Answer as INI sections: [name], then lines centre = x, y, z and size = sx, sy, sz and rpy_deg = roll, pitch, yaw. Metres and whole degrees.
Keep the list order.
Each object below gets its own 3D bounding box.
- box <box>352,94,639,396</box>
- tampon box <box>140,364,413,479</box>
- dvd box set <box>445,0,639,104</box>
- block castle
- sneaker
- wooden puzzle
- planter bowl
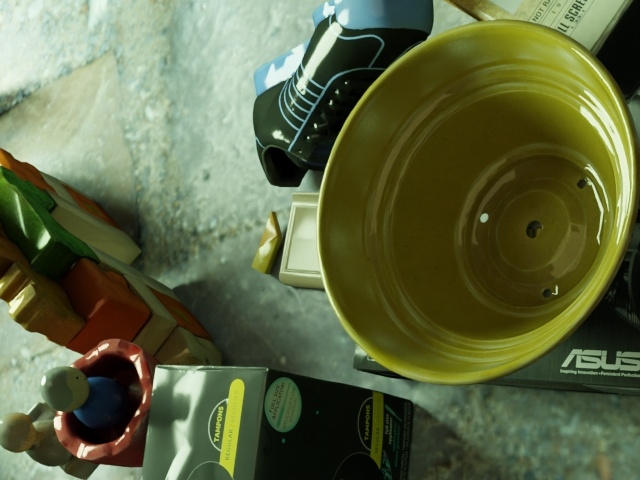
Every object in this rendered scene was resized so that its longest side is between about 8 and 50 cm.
[box]
centre = 0.136, 0.004, 0.882
size = 0.231, 0.056, 0.183
rpy_deg = 0, 79, 39
[tampon box]
centre = -0.028, 0.153, 0.905
size = 0.101, 0.161, 0.120
rpy_deg = -3, 77, 38
[dvd box set]
centre = 0.139, -0.309, 0.929
size = 0.307, 0.062, 0.420
rpy_deg = -57, 45, 8
[block castle]
centre = -0.288, 0.099, 1.064
size = 0.303, 0.213, 0.453
rpy_deg = -49, 51, 5
[sneaker]
centre = 0.015, -0.104, 0.960
size = 0.232, 0.081, 0.090
rpy_deg = 151, 118, -65
[wooden puzzle]
centre = 0.000, 0.000, 1.023
size = 0.116, 0.014, 0.078
rpy_deg = 12, 90, 41
[planter bowl]
centre = 0.109, -0.015, 0.811
size = 0.217, 0.090, 0.217
rpy_deg = -12, 71, 36
